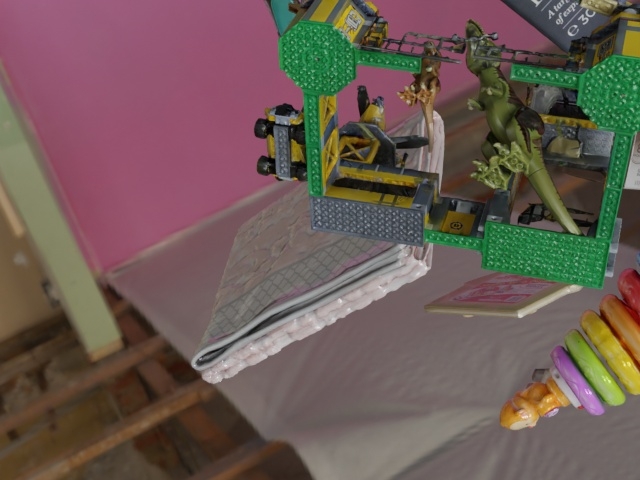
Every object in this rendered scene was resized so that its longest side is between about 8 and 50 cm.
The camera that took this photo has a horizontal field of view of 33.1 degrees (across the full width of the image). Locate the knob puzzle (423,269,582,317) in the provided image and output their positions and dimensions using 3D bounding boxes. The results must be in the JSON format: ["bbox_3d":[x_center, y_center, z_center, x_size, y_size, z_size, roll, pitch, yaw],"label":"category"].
[{"bbox_3d":[0.258,0.066,1.375,0.213,0.030,0.213,-16,-171,3],"label":"knob puzzle"}]

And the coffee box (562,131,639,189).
[{"bbox_3d":[0.501,-0.155,1.525,0.297,0.168,0.119,3,-169,-34],"label":"coffee box"}]

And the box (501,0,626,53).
[{"bbox_3d":[0.212,-0.444,1.135,0.293,0.395,0.212,-48,-149,22],"label":"box"}]

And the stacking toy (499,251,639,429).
[{"bbox_3d":[0.365,0.164,1.421,0.301,0.166,0.175,-36,162,8],"label":"stacking toy"}]

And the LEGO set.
[{"bbox_3d":[0.129,-0.115,0.863,0.331,0.255,0.192,3,-142,19],"label":"LEGO set"}]

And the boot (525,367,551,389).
[{"bbox_3d":[0.443,0.295,2.079,0.087,0.118,0.042,16,-144,1],"label":"boot"}]

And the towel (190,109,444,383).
[{"bbox_3d":[0.000,0.000,1.306,0.331,0.053,0.317,-30,-155,27],"label":"towel"}]

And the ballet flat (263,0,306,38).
[{"bbox_3d":[-0.056,-0.389,1.616,0.076,0.221,0.079,-4,-137,23],"label":"ballet flat"}]
